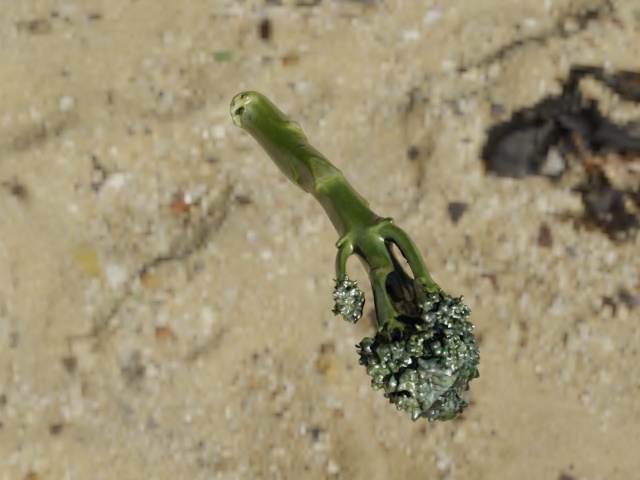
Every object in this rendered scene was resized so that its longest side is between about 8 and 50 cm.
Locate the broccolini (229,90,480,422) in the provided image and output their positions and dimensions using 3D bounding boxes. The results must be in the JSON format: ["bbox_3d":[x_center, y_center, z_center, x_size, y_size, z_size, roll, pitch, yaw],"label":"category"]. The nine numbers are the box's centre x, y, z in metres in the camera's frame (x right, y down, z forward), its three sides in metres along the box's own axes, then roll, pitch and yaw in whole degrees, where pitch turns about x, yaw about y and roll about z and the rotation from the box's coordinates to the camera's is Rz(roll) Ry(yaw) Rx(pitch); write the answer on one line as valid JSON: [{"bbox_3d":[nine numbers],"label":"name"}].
[{"bbox_3d":[0.000,-0.005,1.184,0.074,0.079,0.392,19,17,-33],"label":"broccolini"}]
